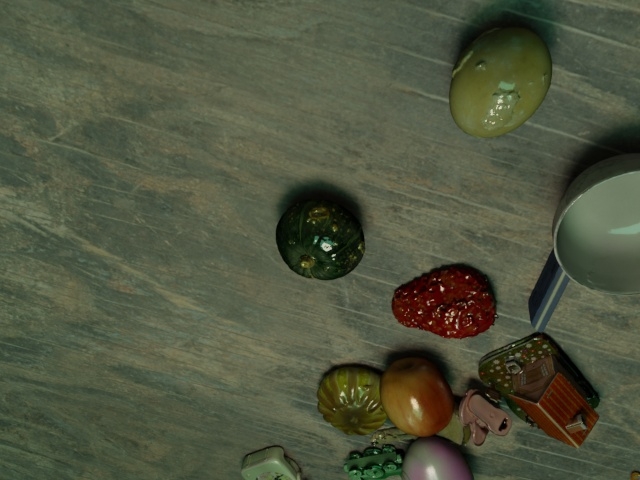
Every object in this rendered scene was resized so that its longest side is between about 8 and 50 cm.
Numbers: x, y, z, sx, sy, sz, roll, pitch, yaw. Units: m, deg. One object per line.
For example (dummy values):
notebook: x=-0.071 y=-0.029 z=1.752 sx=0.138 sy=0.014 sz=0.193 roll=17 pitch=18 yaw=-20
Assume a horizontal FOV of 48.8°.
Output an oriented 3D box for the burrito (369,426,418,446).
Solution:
burrito: x=0.206 y=0.502 z=1.835 sx=0.171 sy=0.042 sz=0.051 roll=3 pitch=148 yaw=-32

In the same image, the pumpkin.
pumpkin: x=-0.001 y=0.000 z=1.462 sx=0.190 sy=0.146 sz=0.190 roll=4 pitch=126 yaw=5

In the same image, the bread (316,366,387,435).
bread: x=0.085 y=0.415 z=1.799 sx=0.213 sy=0.105 sz=0.214 roll=7 pitch=130 yaw=8

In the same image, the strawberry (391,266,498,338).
strawberry: x=0.271 y=0.163 z=1.565 sx=0.236 sy=0.111 sz=0.190 roll=-8 pitch=128 yaw=17

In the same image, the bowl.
bowl: x=0.578 y=-0.047 z=1.327 sx=0.286 sy=0.144 sz=0.287 roll=4 pitch=128 yaw=6

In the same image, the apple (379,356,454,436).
apple: x=0.227 y=0.369 z=1.690 sx=0.199 sy=0.199 sz=0.199 roll=5 pitch=128 yaw=6

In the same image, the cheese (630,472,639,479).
cheese: x=0.885 y=0.630 z=1.879 sx=0.111 sy=0.017 sz=0.047 roll=-4 pitch=124 yaw=13

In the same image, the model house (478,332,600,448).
model house: x=0.523 y=0.389 z=1.669 sx=0.207 sy=0.154 sz=0.294 roll=-32 pitch=117 yaw=27

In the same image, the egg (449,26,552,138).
egg: x=0.301 y=-0.267 z=1.199 sx=0.164 sy=0.164 sz=0.202 roll=23 pitch=130 yaw=-9

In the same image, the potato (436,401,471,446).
potato: x=0.322 y=0.446 z=1.809 sx=0.172 sy=0.089 sz=0.101 roll=12 pitch=107 yaw=46

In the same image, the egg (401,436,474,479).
egg: x=0.310 y=0.638 z=1.871 sx=0.196 sy=0.196 sz=0.271 roll=-9 pitch=136 yaw=16

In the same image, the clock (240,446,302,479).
clock: x=-0.128 y=0.691 z=2.073 sx=0.151 sy=0.062 sz=0.191 roll=-27 pitch=119 yaw=26

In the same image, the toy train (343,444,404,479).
toy train: x=0.156 y=0.633 z=1.977 sx=0.178 sy=0.071 sz=0.105 roll=-17 pitch=133 yaw=20

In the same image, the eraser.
eraser: x=0.489 y=0.092 z=1.490 sx=0.036 sy=0.082 sz=0.225 roll=13 pitch=129 yaw=2

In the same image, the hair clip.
hair clip: x=0.389 y=0.428 z=1.734 sx=0.138 sy=0.123 sz=0.102 roll=34 pitch=154 yaw=-4
